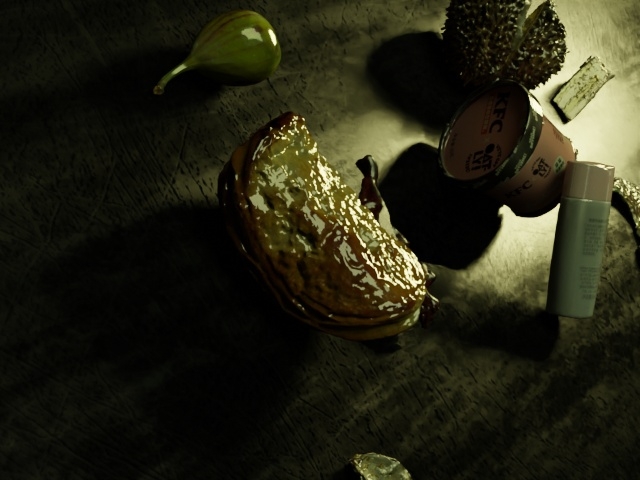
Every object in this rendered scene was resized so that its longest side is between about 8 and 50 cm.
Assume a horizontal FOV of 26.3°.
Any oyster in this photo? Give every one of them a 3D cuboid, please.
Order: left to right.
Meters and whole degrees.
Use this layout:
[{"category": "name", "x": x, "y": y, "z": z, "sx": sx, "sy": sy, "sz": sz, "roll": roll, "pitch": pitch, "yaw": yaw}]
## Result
[{"category": "oyster", "x": 0.059, "y": 0.240, "z": 1.377, "sx": 0.083, "sy": 0.019, "sz": 0.054, "roll": 36, "pitch": 41, "yaw": -23}]

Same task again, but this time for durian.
[{"category": "durian", "x": 0.257, "y": -0.276, "z": 1.929, "sx": 0.196, "sy": 0.167, "sz": 0.196, "roll": 7, "pitch": 63, "yaw": -14}]

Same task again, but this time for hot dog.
[{"category": "hot dog", "x": -0.003, "y": 0.000, "z": 1.439, "sx": 0.259, "sy": 0.114, "sz": 0.175, "roll": 52, "pitch": 32, "yaw": -2}]

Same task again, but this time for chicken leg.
[{"category": "chicken leg", "x": 0.075, "y": 0.002, "z": 1.569, "sx": 0.089, "sy": 0.048, "sz": 0.219, "roll": -7, "pitch": 65, "yaw": -52}]

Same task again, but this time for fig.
[{"category": "fig", "x": -0.114, "y": -0.212, "z": 1.517, "sx": 0.166, "sy": 0.093, "sz": 0.093, "roll": -11, "pitch": 68, "yaw": -49}]

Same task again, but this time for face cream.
[{"category": "face cream", "x": 0.329, "y": -0.002, "z": 1.743, "sx": 0.084, "sy": 0.057, "sz": 0.198, "roll": 3, "pitch": 96, "yaw": -47}]

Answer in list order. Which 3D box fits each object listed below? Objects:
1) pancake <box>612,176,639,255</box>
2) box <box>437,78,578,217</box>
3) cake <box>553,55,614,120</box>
[{"category": "pancake", "x": 0.489, "y": -0.005, "z": 2.038, "sx": 0.184, "sy": 0.020, "sz": 0.190, "roll": 34, "pitch": 39, "yaw": -23}, {"category": "box", "x": 0.249, "y": -0.111, "z": 1.774, "sx": 0.135, "sy": 0.151, "sz": 0.151, "roll": 33, "pitch": 39, "yaw": -36}, {"category": "cake", "x": 0.400, "y": -0.233, "z": 2.107, "sx": 0.052, "sy": 0.065, "sz": 0.121, "roll": 47, "pitch": 44, "yaw": -2}]
